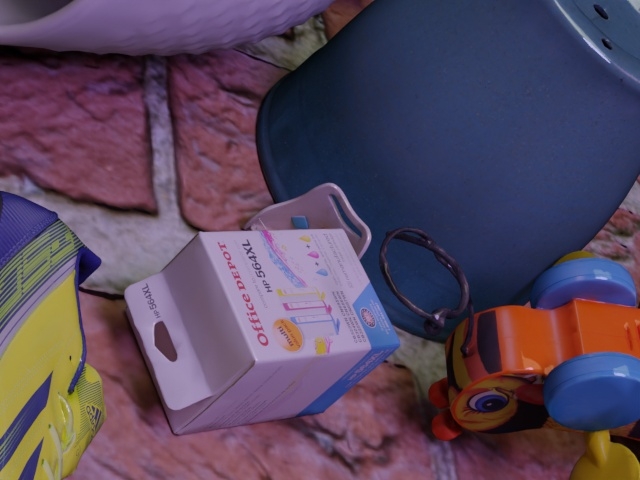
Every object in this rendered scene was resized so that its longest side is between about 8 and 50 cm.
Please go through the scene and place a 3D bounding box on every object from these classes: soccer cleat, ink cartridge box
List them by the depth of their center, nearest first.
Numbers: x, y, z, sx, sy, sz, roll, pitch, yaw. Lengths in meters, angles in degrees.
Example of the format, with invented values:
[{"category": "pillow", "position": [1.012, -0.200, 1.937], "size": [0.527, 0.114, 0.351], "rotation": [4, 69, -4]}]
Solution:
[{"category": "soccer cleat", "position": [-0.154, 0.096, 0.650], "size": [0.121, 0.093, 0.289], "rotation": [28, 40, -34]}, {"category": "ink cartridge box", "position": [-0.042, 0.054, 0.798], "size": [0.143, 0.090, 0.092], "rotation": [-2, 58, -46]}]

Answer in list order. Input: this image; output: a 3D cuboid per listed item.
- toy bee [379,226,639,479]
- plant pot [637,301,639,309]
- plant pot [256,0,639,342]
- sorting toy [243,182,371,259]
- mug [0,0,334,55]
[{"category": "toy bee", "position": [0.151, 0.080, 0.881], "size": [0.298, 0.162, 0.195], "rotation": [31, 47, -6]}, {"category": "plant pot", "position": [0.367, 0.165, 0.975], "size": [0.275, 0.275, 0.243], "rotation": [32, 47, -18]}, {"category": "plant pot", "position": [0.133, -0.103, 0.981], "size": [0.271, 0.255, 0.272], "rotation": [26, 41, -25]}, {"category": "sorting toy", "position": [0.000, 0.000, 0.903], "size": [0.045, 0.075, 0.083], "rotation": [-18, 70, -51]}, {"category": "mug", "position": [-0.123, -0.305, 0.902], "size": [0.328, 0.276, 0.374], "rotation": [-8, 63, -56]}]
